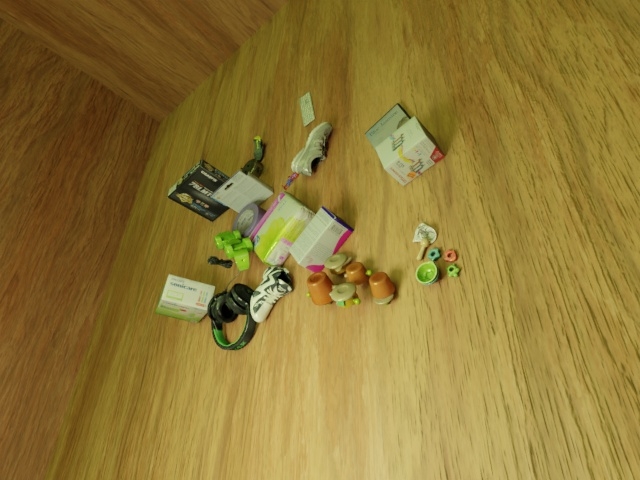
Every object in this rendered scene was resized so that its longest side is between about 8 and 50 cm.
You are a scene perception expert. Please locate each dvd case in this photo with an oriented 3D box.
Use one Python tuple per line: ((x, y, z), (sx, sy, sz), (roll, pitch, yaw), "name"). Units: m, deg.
((0.282, -0.411, 1.622), (0.180, 0.022, 0.253), (-41, 41, 20), "dvd case")

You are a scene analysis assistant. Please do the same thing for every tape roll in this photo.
((-0.333, -0.078, 2.007), (0.189, 0.080, 0.189), (-26, 48, 33), "tape roll")

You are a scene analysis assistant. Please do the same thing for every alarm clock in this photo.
((-0.361, -0.378, 2.256), (0.192, 0.064, 0.129), (6, 70, 45), "alarm clock")

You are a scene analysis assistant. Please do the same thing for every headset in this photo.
((-0.390, 0.258, 1.759), (0.243, 0.185, 0.394), (-28, 57, 32), "headset")

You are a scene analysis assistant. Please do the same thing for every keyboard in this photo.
((-0.071, -0.690, 2.191), (0.072, 0.014, 0.256), (-34, 44, 27), "keyboard")

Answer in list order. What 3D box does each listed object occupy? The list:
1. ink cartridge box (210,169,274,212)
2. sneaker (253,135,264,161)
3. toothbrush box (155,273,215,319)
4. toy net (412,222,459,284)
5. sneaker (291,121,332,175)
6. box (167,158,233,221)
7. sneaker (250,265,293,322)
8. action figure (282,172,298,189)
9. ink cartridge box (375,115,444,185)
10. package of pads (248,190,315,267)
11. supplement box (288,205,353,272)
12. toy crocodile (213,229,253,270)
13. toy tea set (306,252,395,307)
((-0.384, -0.237, 2.052), (0.223, 0.224, 0.045), (-34, 45, 26), "ink cartridge box")
((-0.337, -0.503, 2.323), (0.053, 0.059, 0.144), (-5, 77, 14), "sneaker")
((-0.621, 0.272, 1.907), (0.283, 0.206, 0.122), (-41, 36, 55), "toothbrush box")
((0.333, 0.024, 1.258), (0.122, 0.045, 0.232), (-31, 45, 30), "toy net")
((-0.013, -0.407, 1.901), (0.115, 0.105, 0.281), (29, 82, 18), "sneaker")
((-0.608, -0.258, 2.248), (0.293, 0.295, 0.073), (-31, 45, 28), "box")
((-0.184, 0.207, 1.643), (0.153, 0.094, 0.235), (-13, 46, 52), "sneaker")
((-0.139, -0.292, 1.987), (0.115, 0.030, 0.038), (-45, 35, 12), "action figure")
((0.304, -0.304, 1.442), (0.176, 0.128, 0.127), (-36, 43, 26), "ink cartridge box")
((-0.172, -0.048, 1.798), (0.296, 0.101, 0.229), (-55, 38, 5), "package of pads")
((0.000, 0.000, 1.575), (0.220, 0.111, 0.114), (-52, 39, 7), "supplement box")
((-0.384, 0.032, 1.853), (0.115, 0.105, 0.340), (-20, 26, -25), "toy crocodile")
((0.098, 0.164, 1.392), (0.200, 0.124, 0.336), (-37, 29, -22), "toy tea set")
